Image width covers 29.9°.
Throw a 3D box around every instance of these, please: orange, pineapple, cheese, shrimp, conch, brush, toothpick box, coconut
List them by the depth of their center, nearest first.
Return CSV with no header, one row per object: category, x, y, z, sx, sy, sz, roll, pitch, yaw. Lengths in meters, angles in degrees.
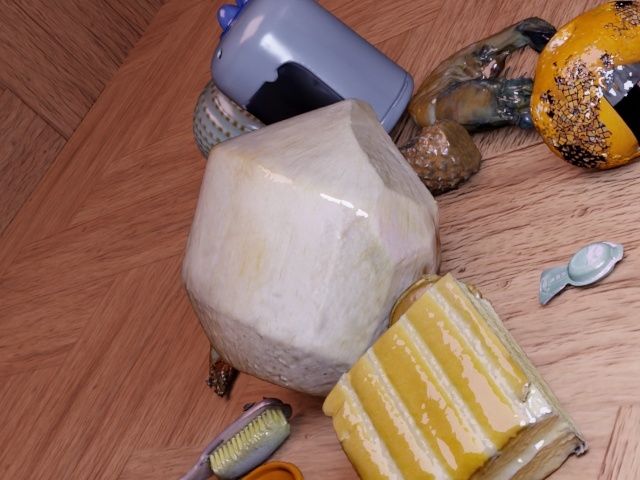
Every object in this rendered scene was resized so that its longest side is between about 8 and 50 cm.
cheese,0.321,0.035,1.483,0.120,0.026,0.067,-29,30,34
orange,0.382,-0.209,1.590,0.234,0.182,0.234,-50,16,19
coconut,0.000,0.000,1.667,0.415,0.344,0.415,-23,60,47
brush,-0.160,0.342,1.740,0.313,0.072,0.067,-40,39,16
pineapple,0.133,-0.107,1.886,0.237,0.119,0.111,-27,17,38
shrimp,0.296,-0.262,1.922,0.272,0.085,0.445,-43,20,-6
shrimp,-0.156,0.190,1.981,0.091,0.043,0.184,-26,30,30
toothpick box,-0.033,-0.306,2.118,0.263,0.354,0.263,-50,13,16
conch,-0.151,-0.260,2.462,0.319,0.215,0.303,-20,25,42

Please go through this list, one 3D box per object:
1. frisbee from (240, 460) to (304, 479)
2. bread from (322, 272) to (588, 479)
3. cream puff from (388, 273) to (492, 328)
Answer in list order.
frisbee,-0.085,0.381,1.591,0.192,0.035,0.192,-37,26,21
bread,0.142,0.207,1.357,0.239,0.111,0.246,-46,43,13
cream puff,0.154,0.117,1.522,0.126,0.103,0.144,27,91,33
